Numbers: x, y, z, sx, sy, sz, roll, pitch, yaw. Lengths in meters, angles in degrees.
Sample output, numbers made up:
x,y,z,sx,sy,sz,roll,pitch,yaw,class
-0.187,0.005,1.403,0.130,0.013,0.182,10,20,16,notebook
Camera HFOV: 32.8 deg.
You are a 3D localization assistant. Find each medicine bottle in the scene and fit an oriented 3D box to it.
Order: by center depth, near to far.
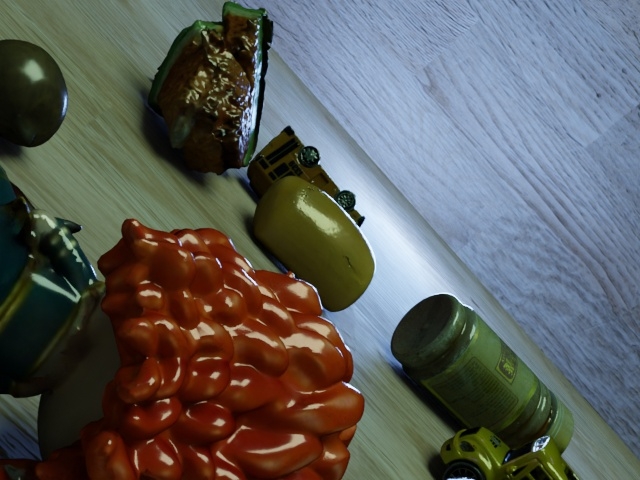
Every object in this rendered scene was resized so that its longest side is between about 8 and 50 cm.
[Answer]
x,y,z,sx,sy,sz,roll,pitch,yaw,class
0.267,0.238,1.799,0.322,0.151,0.151,45,13,-23,medicine bottle

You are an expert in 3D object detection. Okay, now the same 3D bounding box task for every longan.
x,y,z,sx,sy,sz,roll,pitch,yaw,class
-0.295,-0.141,1.062,0.113,0.092,0.113,-16,90,-84,longan

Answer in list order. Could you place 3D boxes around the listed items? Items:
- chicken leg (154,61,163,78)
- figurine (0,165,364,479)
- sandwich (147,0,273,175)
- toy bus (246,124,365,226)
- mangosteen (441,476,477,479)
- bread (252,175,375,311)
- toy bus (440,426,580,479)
x,y,z,sx,sy,sz,roll,pitch,yaw,class
-0.187,-0.225,1.797,0.234,0.063,0.105,44,18,-35,chicken leg
-0.171,0.054,0.682,0.412,0.241,0.306,33,-14,7,figurine
-0.173,-0.203,1.586,0.162,0.250,0.301,7,23,5,sandwich
-0.030,-0.074,1.764,0.201,0.114,0.098,51,-16,7,toy bus
0.142,0.320,1.195,0.140,0.140,0.140,47,12,-13,mangosteen
0.000,0.000,1.623,0.217,0.098,0.147,42,45,-20,bread
0.312,0.386,1.507,0.331,0.151,0.145,53,14,10,toy bus
